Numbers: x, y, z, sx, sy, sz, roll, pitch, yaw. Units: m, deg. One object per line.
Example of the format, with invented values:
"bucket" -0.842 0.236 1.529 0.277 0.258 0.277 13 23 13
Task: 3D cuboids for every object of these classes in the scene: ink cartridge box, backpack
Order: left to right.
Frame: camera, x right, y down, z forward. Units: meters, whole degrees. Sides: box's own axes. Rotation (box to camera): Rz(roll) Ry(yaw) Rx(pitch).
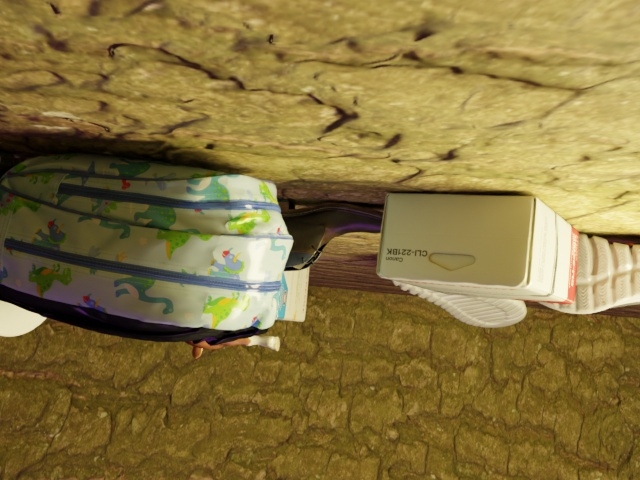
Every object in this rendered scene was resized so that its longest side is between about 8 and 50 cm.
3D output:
"backpack" -0.211 0.011 0.990 0.356 0.273 0.290 25 -179 24
"ink cartridge box" -0.124 0.061 1.562 0.168 0.171 0.233 4 173 11
"ink cartridge box" 0.220 0.015 1.115 0.197 0.114 0.273 3 174 28

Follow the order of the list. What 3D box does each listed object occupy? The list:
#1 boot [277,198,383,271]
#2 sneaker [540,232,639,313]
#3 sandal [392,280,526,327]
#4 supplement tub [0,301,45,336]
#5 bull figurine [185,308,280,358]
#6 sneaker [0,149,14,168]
"boot" 0.000 0.000 1.199 0.219 0.106 0.082 4 174 17
"sneaker" 0.467 0.061 1.271 0.321 0.124 0.180 2 172 29
"sandal" 0.333 0.097 1.896 0.169 0.102 0.416 -20 145 40
"supplement tub" -0.541 0.014 1.151 0.325 0.235 0.235 6 174 23
"bull figurine" -0.171 0.109 1.294 0.189 0.101 0.310 -2 156 17
"sneaker" -0.413 -0.093 1.030 0.057 0.047 0.119 -4 -179 -35
